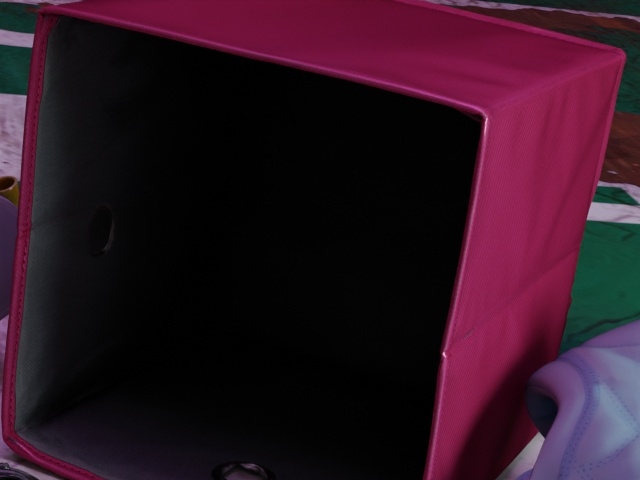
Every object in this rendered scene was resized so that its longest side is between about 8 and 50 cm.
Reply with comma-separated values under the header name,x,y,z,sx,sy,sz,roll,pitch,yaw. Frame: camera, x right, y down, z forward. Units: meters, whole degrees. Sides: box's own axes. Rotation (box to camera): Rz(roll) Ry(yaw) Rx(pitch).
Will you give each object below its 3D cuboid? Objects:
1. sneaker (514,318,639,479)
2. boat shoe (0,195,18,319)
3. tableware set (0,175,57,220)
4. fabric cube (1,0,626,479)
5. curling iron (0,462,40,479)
name,x,y,z,sx,sy,sz,roll,pitch,yaw
sneaker,0.164,0.163,0.869,0.150,0.135,0.366,-20,21,12
boat shoe,-0.323,0.020,1.045,0.306,0.113,0.105,-15,19,-17
tableware set,-0.198,-0.009,1.248,0.104,0.024,0.154,-30,35,-25
fabric cube,0.000,0.000,1.014,0.254,0.259,0.258,15,18,20
curling iron,-0.258,0.139,0.836,0.274,0.035,0.068,-4,18,-34
